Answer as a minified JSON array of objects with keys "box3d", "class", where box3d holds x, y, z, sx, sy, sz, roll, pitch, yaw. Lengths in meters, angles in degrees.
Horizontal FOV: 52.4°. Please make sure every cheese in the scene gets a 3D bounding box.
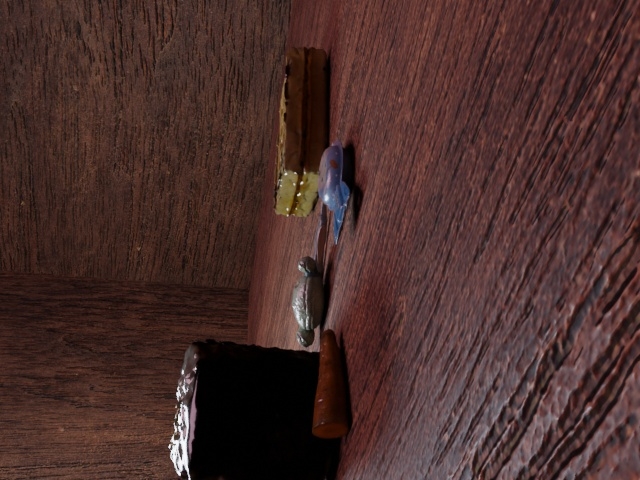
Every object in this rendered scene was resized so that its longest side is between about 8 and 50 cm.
[{"box3d":[0.030,-0.107,1.245,0.245,0.052,0.135,-97,15,-53],"class":"cheese"}]

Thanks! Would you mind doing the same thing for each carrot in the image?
[{"box3d":[0.017,0.239,1.136,0.210,0.061,0.061,-90,10,-45],"class":"carrot"}]

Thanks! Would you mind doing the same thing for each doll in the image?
[{"box3d":[-0.024,0.128,1.402,0.103,0.071,0.214,-76,-13,-66],"class":"doll"}]

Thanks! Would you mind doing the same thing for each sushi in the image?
[{"box3d":[-0.128,0.334,1.230,0.299,0.294,0.282,-145,63,-78],"class":"sushi"}]

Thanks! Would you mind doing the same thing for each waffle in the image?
[{"box3d":[-0.056,-0.271,1.673,0.261,0.113,0.377,116,157,-64],"class":"waffle"}]

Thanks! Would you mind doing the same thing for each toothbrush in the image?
[{"box3d":[0.000,0.000,1.448,0.037,0.028,0.376,-141,56,-70],"class":"toothbrush"}]
